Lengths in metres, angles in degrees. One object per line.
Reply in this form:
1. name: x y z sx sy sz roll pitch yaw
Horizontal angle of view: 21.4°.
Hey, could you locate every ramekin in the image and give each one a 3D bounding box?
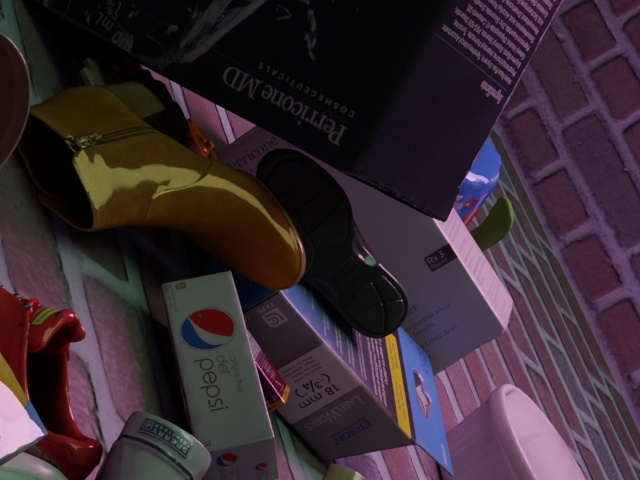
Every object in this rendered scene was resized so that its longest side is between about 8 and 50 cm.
1. ramekin: 0.269 0.340 2.296 0.273 0.127 0.273 52 17 -23

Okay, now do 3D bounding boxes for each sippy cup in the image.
1. sippy cup: 0.122 -0.072 2.338 0.240 0.224 0.305 51 33 14

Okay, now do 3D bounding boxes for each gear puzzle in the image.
1. gear puzzle: -0.188 -0.114 1.933 0.175 0.044 0.339 61 14 6

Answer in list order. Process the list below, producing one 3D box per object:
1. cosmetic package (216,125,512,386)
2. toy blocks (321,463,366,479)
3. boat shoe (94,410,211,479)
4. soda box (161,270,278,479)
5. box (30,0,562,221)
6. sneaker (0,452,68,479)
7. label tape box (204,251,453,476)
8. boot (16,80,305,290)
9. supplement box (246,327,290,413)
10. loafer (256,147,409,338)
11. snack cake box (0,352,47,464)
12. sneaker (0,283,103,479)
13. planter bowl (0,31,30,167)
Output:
1. cosmetic package: 0.056 -0.009 2.157 0.385 0.217 0.156 55 15 -6
2. toy blocks: 0.105 0.392 1.473 0.260 0.309 0.289 -59 136 -25
3. boat shoe: -0.142 0.205 1.273 0.095 0.084 0.258 27 -25 8
4. soda box: -0.098 0.133 1.623 0.069 0.073 0.216 86 -10 -47
5. box: 0.013 -0.348 1.873 0.480 0.472 0.297 29 4 26
6. sneaker: -0.181 0.247 1.120 0.256 0.094 0.151 52 12 -39
7. label tape box: 0.005 0.121 1.938 0.334 0.106 0.241 49 18 -28
8. boot: -0.164 -0.034 1.669 0.295 0.104 0.211 46 30 6
9. supplement box: -0.077 0.142 1.743 0.083 0.055 0.043 54 16 -10
10. loafer: 0.000 0.000 1.836 0.267 0.096 0.084 55 -5 -33
11. snack cake box: -0.306 0.051 1.028 0.264 0.152 0.089 59 15 2
12. sneaker: -0.235 0.072 1.266 0.279 0.118 0.107 64 16 21
13. planter bowl: -0.326 -0.117 1.332 0.109 0.162 0.162 35 -1 37
